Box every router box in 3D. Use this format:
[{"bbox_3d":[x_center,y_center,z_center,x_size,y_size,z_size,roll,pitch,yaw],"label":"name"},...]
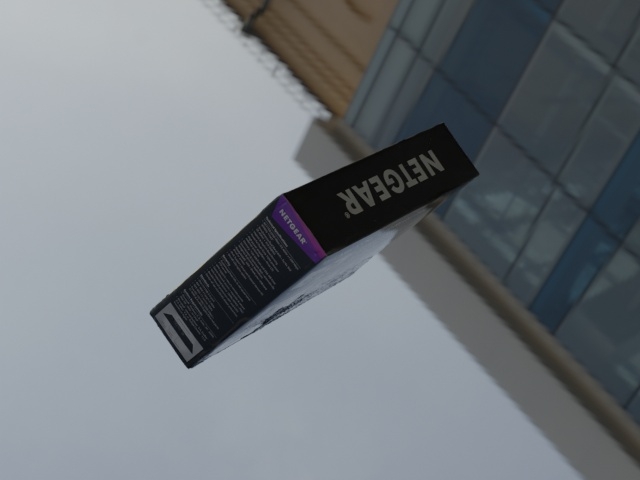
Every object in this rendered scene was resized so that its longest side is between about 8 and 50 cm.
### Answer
[{"bbox_3d":[0.000,0.000,0.810,0.046,0.133,0.179,55,-143,6],"label":"router box"}]
